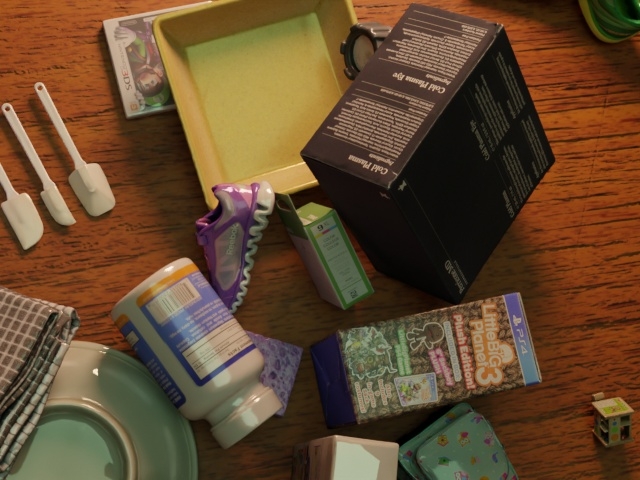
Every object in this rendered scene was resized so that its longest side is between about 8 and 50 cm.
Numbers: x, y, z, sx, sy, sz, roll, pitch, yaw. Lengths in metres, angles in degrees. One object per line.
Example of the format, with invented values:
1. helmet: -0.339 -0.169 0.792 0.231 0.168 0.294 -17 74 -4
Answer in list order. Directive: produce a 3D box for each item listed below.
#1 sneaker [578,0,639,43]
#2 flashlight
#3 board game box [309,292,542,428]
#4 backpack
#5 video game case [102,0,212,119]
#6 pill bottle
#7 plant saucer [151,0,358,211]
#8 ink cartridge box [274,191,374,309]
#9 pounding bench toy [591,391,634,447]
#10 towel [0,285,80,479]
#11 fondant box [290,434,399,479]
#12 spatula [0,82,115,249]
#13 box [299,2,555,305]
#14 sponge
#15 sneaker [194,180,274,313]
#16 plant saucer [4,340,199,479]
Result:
1. sneaker: 0.485 -0.483 2.024 0.295 0.123 0.109 50 61 -20
2. flashlight: 0.178 -0.311 1.920 0.304 0.103 0.103 -9 83 -36
3. board game box: 0.154 0.190 1.800 0.291 0.232 0.141 -11 81 -12
4. backpack: 0.221 0.368 1.823 0.166 0.144 0.188 -33 89 -21
5. video game case: -0.251 -0.302 1.936 0.190 0.022 0.173 -13 81 -13
6. pill bottle: -0.180 0.174 1.749 0.152 0.152 0.272 -36 86 -16
7. plant saucer: -0.078 -0.240 1.908 0.333 0.081 0.332 -18 91 -13
8. ink cartridge box: 0.000 0.000 1.839 0.062 0.109 0.209 -31 107 -14
9. pounding bench toy: 0.481 0.299 1.935 0.052 0.083 0.065 -9 112 -10
10. towel: -0.503 0.189 1.668 0.235 0.121 0.283 14 70 30
11. fondant box: 0.021 0.412 1.675 0.096 0.330 0.238 8 77 -11
12. spatula: -0.453 -0.126 1.865 0.168 0.019 0.242 -27 83 -9
13. box: 0.178 -0.130 1.802 0.179 0.343 0.312 23 69 36
14. sponge: -0.143 0.198 1.845 0.210 0.031 0.117 18 75 -6
15. sneaker: -0.153 0.010 1.817 0.105 0.095 0.236 12 103 -20
16. plant saucer: -0.381 0.345 1.720 0.401 0.100 0.400 1 80 -6
